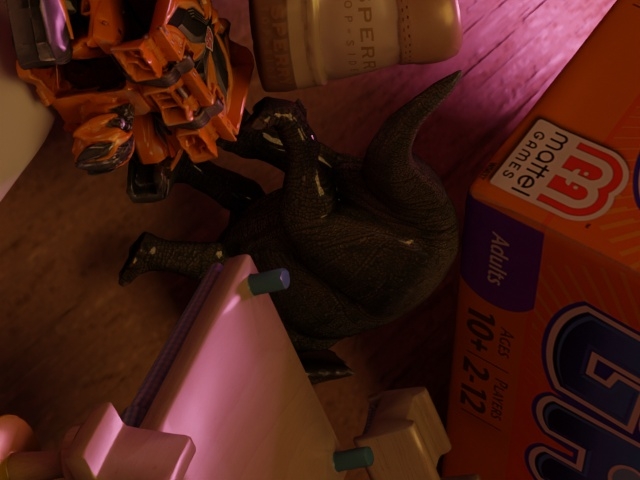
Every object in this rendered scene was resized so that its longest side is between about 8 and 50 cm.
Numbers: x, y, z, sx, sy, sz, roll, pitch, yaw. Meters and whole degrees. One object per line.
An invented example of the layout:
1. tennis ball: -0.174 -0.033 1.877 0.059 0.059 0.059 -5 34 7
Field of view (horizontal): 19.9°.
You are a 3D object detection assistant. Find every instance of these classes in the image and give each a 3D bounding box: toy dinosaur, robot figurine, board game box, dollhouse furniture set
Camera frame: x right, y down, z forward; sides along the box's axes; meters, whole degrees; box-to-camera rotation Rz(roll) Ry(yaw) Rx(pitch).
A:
1. toy dinosaur: 0.000 0.000 0.970 0.160 0.313 0.121 34 36 -16
2. robot figurine: -0.086 -0.166 0.886 0.211 0.085 0.291 55 32 -61
3. board game box: 0.315 0.043 1.074 0.356 0.356 0.357 -50 156 -30
4. dollhouse furniture set: -0.071 0.140 0.882 0.303 0.198 0.286 65 26 -27

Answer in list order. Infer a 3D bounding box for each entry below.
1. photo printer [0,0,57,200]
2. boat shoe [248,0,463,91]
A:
1. photo printer: -0.262 -0.053 0.780 0.256 0.107 0.307 52 58 -32
2. boat shoe: 0.027 -0.206 0.968 0.122 0.110 0.341 81 9 -49
